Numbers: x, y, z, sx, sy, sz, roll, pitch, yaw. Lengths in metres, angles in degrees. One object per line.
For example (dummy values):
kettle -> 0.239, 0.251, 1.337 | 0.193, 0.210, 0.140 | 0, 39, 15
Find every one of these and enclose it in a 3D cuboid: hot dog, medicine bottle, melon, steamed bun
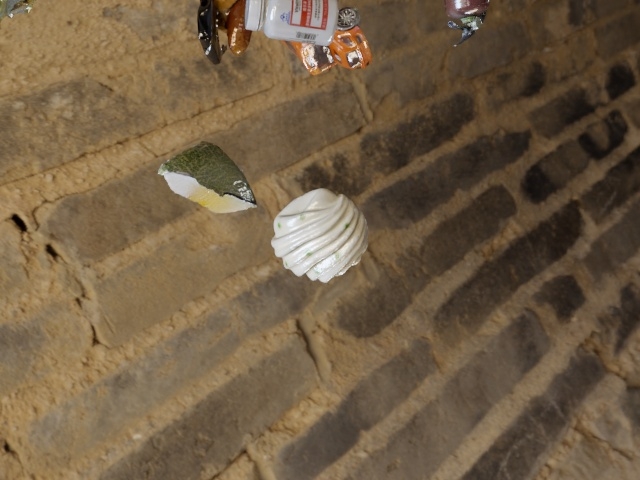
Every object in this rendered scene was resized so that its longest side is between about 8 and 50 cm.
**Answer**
hot dog -> -0.165, -0.487, 1.188 | 0.194, 0.107, 0.326 | 65, -160, -72
medicine bottle -> -0.047, -0.359, 0.951 | 0.140, 0.079, 0.079 | 4, -82, -14
melon -> -0.209, -0.120, 1.070 | 0.202, 0.093, 0.140 | 23, -131, -47
steamed bun -> 0.000, 0.000, 1.095 | 0.106, 0.182, 0.183 | -77, -28, -60

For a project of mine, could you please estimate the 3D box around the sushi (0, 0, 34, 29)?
sushi -> -0.490, -0.473, 0.926 | 0.351, 0.396, 0.240 | -38, -60, -16

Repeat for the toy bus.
toy bus -> -0.029, -0.497, 1.362 | 0.153, 0.329, 0.143 | -42, -22, 0

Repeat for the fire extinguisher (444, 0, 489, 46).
fire extinguisher -> 0.134, -0.268, 0.563 | 0.064, 0.043, 0.158 | -22, -71, -36
